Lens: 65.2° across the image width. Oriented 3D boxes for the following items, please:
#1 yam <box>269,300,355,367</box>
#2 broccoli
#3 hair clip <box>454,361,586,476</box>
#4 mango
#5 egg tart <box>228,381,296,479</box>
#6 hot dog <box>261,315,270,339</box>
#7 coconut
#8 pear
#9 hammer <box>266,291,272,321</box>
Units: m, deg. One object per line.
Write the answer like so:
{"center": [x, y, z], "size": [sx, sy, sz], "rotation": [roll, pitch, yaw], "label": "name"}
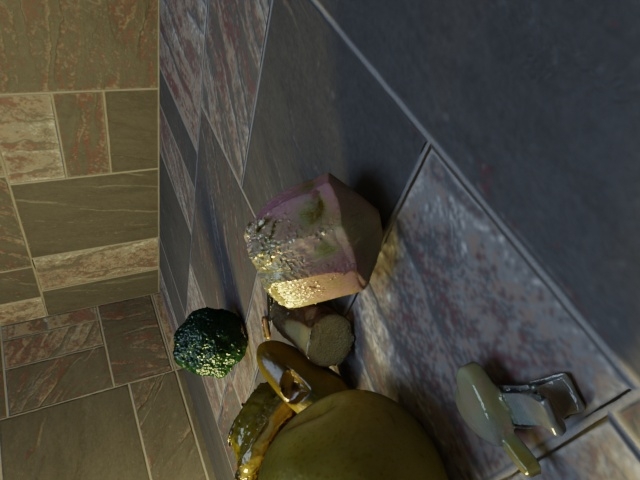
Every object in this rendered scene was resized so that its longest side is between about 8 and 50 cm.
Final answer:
{"center": [-0.029, 0.198, 1.201], "size": [0.129, 0.128, 0.238], "rotation": [-54, 32, -5], "label": "yam"}
{"center": [-0.425, 0.403, 1.948], "size": [0.297, 0.298, 0.297], "rotation": [81, 164, -60], "label": "broccoli"}
{"center": [0.264, 0.244, 0.703], "size": [0.158, 0.071, 0.218], "rotation": [71, 157, 10], "label": "hair clip"}
{"center": [-0.044, 0.335, 1.192], "size": [0.262, 0.130, 0.167], "rotation": [33, 165, 20], "label": "mango"}
{"center": [-0.149, 0.491, 1.350], "size": [0.132, 0.341, 0.341], "rotation": [25, 133, 12], "label": "egg tart"}
{"center": [-0.184, 0.292, 1.661], "size": [0.037, 0.021, 0.083], "rotation": [-8, 92, 65], "label": "hot dog"}
{"center": [0.000, 0.000, 0.949], "size": [0.233, 0.246, 0.232], "rotation": [-21, -90, -75], "label": "coconut"}
{"center": [0.057, 0.443, 0.892], "size": [0.348, 0.349, 0.347], "rotation": [35, 130, 55], "label": "pear"}
{"center": [-0.155, 0.152, 1.544], "size": [0.103, 0.029, 0.246], "rotation": [41, 137, 52], "label": "hammer"}
